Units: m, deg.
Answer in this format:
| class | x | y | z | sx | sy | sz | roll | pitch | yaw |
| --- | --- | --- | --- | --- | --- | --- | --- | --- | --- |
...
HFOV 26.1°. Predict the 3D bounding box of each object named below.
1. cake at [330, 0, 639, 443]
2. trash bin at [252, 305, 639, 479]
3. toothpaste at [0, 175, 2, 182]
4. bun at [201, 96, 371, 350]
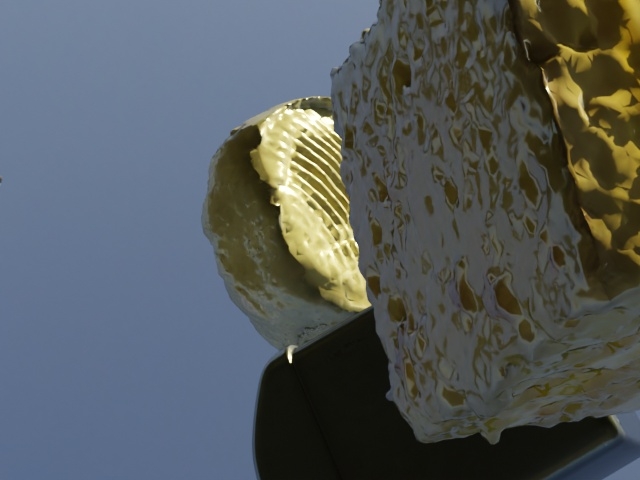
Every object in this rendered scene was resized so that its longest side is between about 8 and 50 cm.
| class | x | y | z | sx | sy | sz | roll | pitch | yaw |
| --- | --- | --- | --- | --- | --- | --- | --- | --- | --- |
| cake | 0.173 | -0.049 | 0.625 | 0.286 | 0.222 | 0.227 | -6 | -109 | -18 |
| trash bin | 0.072 | 0.121 | 0.902 | 0.236 | 0.101 | 0.177 | -32 | -117 | 18 |
| toothpaste | -0.358 | -0.086 | 1.053 | 0.239 | 0.062 | 0.039 | 23 | -104 | -10 |
| bun | 0.000 | 0.000 | 1.305 | 0.152 | 0.259 | 0.259 | -36 | -139 | 39 |
